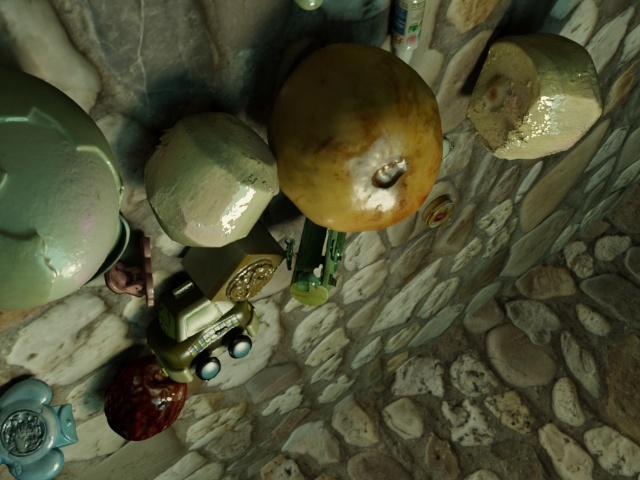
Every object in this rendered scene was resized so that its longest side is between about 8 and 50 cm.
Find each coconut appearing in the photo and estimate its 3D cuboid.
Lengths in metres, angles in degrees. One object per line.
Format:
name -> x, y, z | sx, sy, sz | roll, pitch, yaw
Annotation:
coconut -> 0.508, -0.338, 1.682 | 0.254, 0.297, 0.297 | -2, 138, -32
coconut -> -0.191, -0.091, 1.219 | 0.234, 0.224, 0.224 | -43, 155, 14

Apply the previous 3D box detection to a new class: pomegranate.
pomegranate -> 0.053, -0.186, 1.304 | 0.338, 0.338, 0.338 | -31, 154, -17

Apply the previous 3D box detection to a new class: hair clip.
hair clip -> -0.341, 0.070, 1.404 | 0.102, 0.123, 0.138 | -16, 155, 18

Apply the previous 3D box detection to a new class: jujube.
jujube -> -0.418, 0.382, 1.719 | 0.183, 0.183, 0.243 | -14, 157, -43

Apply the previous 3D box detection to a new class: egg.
egg -> -0.381, -0.058, 0.875 | 0.278, 0.336, 0.278 | -34, 150, -23

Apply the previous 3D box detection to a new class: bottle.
bottle -> 0.165, -0.401, 1.371 | 0.060, 0.060, 0.217 | -31, 152, -18

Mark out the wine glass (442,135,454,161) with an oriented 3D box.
wine glass -> 0.170, -0.236, 1.482 | 0.111, 0.204, 0.111 | -32, 156, -16

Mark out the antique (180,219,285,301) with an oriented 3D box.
antique -> -0.179, 0.043, 1.529 | 0.147, 0.148, 0.152 | -52, 155, 20

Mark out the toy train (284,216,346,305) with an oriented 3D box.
toy train -> 0.008, 0.002, 1.592 | 0.126, 0.308, 0.190 | 1, 143, 15

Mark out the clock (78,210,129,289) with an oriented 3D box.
clock -> -0.438, 0.010, 1.234 | 0.226, 0.049, 0.226 | -31, 153, -18

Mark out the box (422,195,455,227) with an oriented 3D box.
box -> 0.358, -0.088, 2.180 | 0.105, 0.037, 0.106 | -32, 154, -18

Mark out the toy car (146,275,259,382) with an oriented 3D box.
toy car -> -0.279, 0.173, 1.607 | 0.247, 0.204, 0.198 | -35, 131, -15

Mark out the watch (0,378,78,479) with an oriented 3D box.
watch -> -0.621, 0.411, 1.527 | 0.210, 0.211, 0.193 | -32, 172, -17

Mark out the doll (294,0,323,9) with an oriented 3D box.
doll -> 0.054, -0.441, 1.107 | 0.275, 0.113, 0.155 | -28, 162, -40
